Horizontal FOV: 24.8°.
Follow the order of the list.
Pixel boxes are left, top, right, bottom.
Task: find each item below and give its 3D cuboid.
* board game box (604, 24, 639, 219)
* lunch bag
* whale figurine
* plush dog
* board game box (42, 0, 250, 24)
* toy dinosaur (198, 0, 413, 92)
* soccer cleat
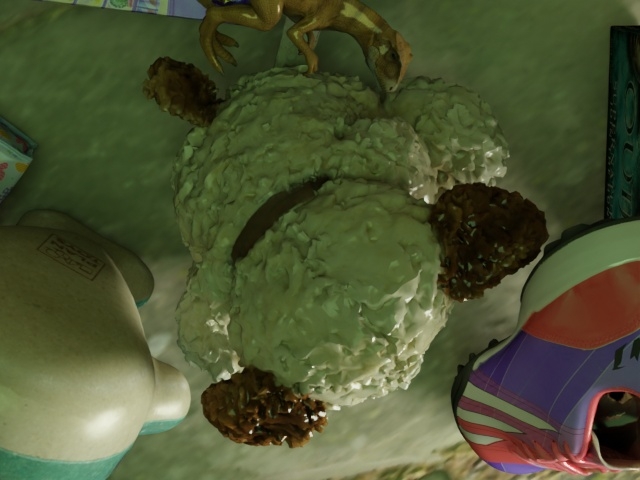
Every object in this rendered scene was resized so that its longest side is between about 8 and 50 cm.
[{"bbox_3d":[0.208,-0.042,0.938,0.026,0.126,0.186,-1,101,-1],"label":"board game box"},{"bbox_3d":[-0.242,-0.058,0.970,0.083,0.053,0.071,35,102,-17],"label":"lunch bag"},{"bbox_3d":[-0.185,0.069,0.889,0.216,0.272,0.141,29,108,-5],"label":"whale figurine"},{"bbox_3d":[0.000,0.000,0.867,0.262,0.225,0.210,-41,133,6],"label":"plush dog"},{"bbox_3d":[-0.127,-0.319,0.903,0.233,0.078,0.347,6,101,-2],"label":"board game box"},{"bbox_3d":[-0.039,-0.155,0.816,0.211,0.064,0.112,32,140,-29],"label":"toy dinosaur"},{"bbox_3d":[0.155,0.101,0.885,0.108,0.318,0.116,-8,64,-13],"label":"soccer cleat"}]
